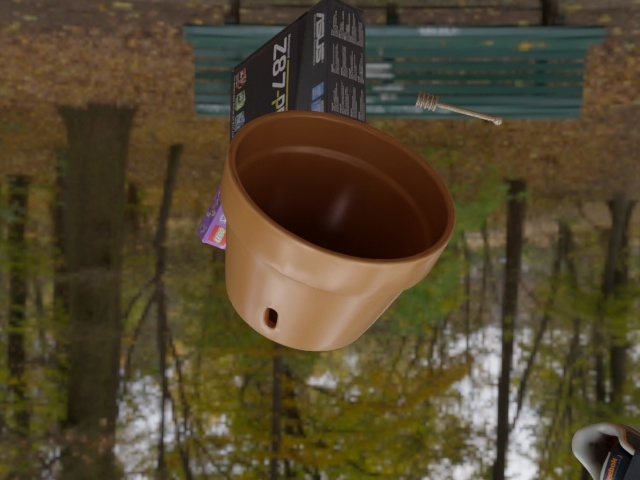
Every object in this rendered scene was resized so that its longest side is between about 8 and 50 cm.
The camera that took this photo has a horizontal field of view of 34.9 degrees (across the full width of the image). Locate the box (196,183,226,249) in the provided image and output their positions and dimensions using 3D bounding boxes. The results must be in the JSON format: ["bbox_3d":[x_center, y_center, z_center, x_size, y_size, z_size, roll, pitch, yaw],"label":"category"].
[{"bbox_3d":[-0.101,-0.099,2.103,0.201,0.293,0.057,22,-165,-28],"label":"box"}]

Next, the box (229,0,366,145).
[{"bbox_3d":[-0.045,-0.180,1.783,0.097,0.394,0.318,15,156,-35],"label":"box"}]

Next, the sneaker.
[{"bbox_3d":[0.496,0.363,1.491,0.128,0.126,0.321,14,-174,-27],"label":"sneaker"}]

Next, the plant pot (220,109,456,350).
[{"bbox_3d":[0.000,0.000,1.289,0.291,0.203,0.290,13,-141,-11],"label":"plant pot"}]

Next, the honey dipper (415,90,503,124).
[{"bbox_3d":[0.252,-0.235,1.843,0.161,0.030,0.030,16,179,1],"label":"honey dipper"}]
